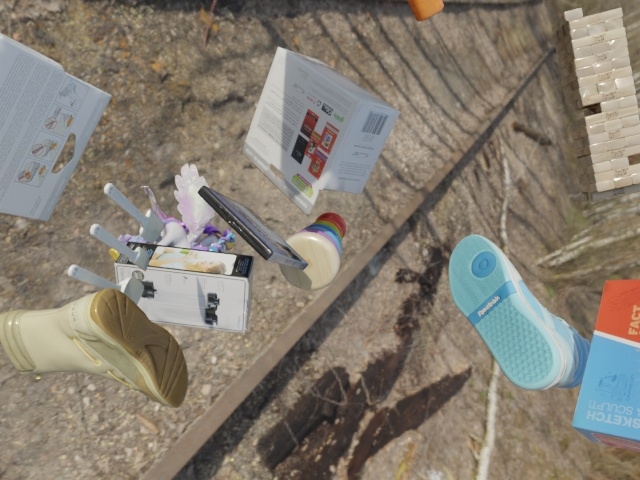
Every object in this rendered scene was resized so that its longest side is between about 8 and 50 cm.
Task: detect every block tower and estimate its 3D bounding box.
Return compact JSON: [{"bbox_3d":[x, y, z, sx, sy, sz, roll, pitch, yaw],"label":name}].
[{"bbox_3d":[0.504,-0.244,0.962,0.091,0.097,0.335,-28,105,-81],"label":"block tower"}]

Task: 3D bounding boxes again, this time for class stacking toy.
[{"bbox_3d":[0.000,0.000,1.339,0.141,0.141,0.330,59,19,-11],"label":"stacking toy"}]

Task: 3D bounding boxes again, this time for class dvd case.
[{"bbox_3d":[-0.121,-0.017,1.028,0.180,0.022,0.253,43,4,14],"label":"dvd case"}]

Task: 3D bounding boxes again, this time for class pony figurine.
[{"bbox_3d":[-0.440,-0.011,1.619,0.363,0.303,0.350,-43,112,-42],"label":"pony figurine"}]

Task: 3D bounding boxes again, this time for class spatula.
[{"bbox_3d":[-0.302,0.018,0.823,0.242,0.019,0.168,88,21,-76],"label":"spatula"}]

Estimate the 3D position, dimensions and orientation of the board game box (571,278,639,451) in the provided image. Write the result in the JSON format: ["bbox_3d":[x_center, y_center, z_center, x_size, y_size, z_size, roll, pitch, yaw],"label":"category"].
[{"bbox_3d":[0.505,0.162,0.671,0.064,0.317,0.242,36,66,-26],"label":"board game box"}]

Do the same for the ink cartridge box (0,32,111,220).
[{"bbox_3d":[-0.506,-0.177,0.889,0.060,0.275,0.239,30,4,18],"label":"ink cartridge box"}]

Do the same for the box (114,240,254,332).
[{"bbox_3d":[-0.301,0.108,1.211,0.087,0.290,0.169,-85,-179,-56],"label":"box"}]

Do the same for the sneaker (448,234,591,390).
[{"bbox_3d":[0.368,0.139,0.983,0.208,0.127,0.318,21,38,-37],"label":"sneaker"}]

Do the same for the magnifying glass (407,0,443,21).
[{"bbox_3d":[0.049,-0.294,0.450,0.231,0.092,0.026,51,20,-38],"label":"magnifying glass"}]

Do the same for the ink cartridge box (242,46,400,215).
[{"bbox_3d":[-0.017,-0.241,1.204,0.130,0.271,0.309,0,35,-43],"label":"ink cartridge box"}]

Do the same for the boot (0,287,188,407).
[{"bbox_3d":[-0.344,0.184,0.831,0.261,0.204,0.095,63,22,-43],"label":"boot"}]
